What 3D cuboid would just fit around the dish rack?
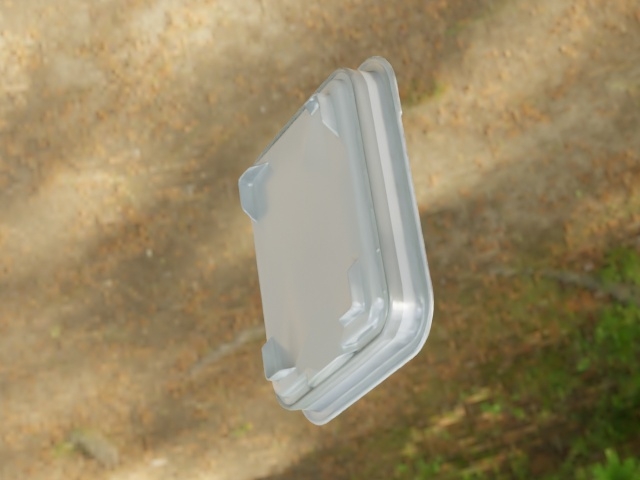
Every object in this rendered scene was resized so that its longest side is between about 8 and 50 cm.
[{"bbox_3d":[0.000,0.000,1.621,0.072,0.333,0.285,6,151,-29],"label":"dish rack"}]
